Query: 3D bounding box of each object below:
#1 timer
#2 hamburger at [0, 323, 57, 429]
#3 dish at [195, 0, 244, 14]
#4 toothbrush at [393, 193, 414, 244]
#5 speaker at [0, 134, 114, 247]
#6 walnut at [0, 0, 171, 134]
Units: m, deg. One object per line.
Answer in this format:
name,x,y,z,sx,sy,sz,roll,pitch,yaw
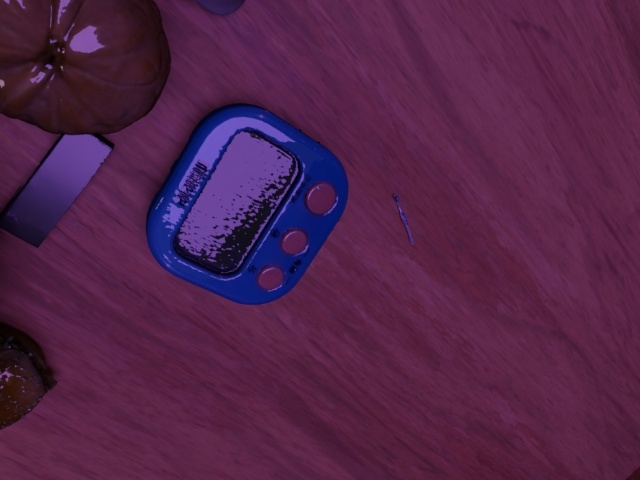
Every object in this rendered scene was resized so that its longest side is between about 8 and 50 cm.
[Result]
timer,-0.131,-0.061,0.963,0.309,0.115,0.340,28,100,-27
hamburger,-0.609,0.257,0.932,0.215,0.122,0.189,-19,119,-7
dish,-0.140,-0.456,0.778,0.229,0.081,0.229,-23,129,-32
toothbrush,0.182,-0.044,1.131,0.011,0.013,0.131,-26,120,-1
speaker,-0.448,-0.098,0.883,0.082,0.044,0.218,36,96,-27
walnut,-0.352,-0.286,0.714,0.296,0.285,0.285,30,100,-34
